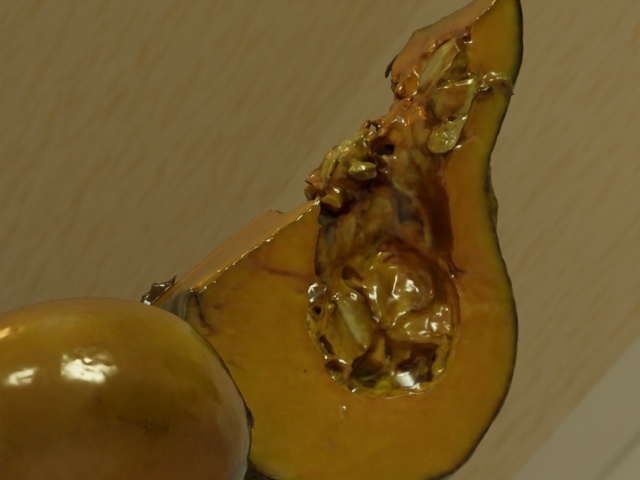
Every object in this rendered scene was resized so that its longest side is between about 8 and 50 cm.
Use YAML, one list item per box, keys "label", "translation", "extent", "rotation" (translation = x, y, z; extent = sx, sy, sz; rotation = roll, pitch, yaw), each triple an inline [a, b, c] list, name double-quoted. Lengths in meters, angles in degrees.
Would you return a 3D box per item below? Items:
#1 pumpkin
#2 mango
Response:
- label: "pumpkin"
  translation: [-0.001, 0.000, 0.763]
  extent: [0.190, 0.281, 0.139]
  rotation: [4, -5, -17]
- label: "mango"
  translation: [-0.104, 0.085, 0.437]
  extent: [0.090, 0.178, 0.115]
  rotation: [58, 2, 40]
